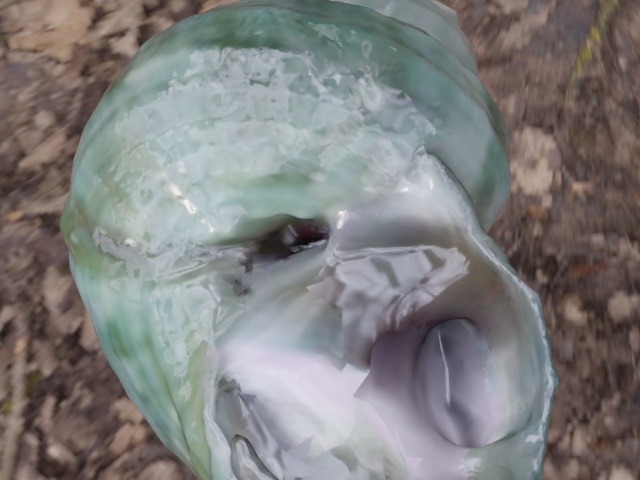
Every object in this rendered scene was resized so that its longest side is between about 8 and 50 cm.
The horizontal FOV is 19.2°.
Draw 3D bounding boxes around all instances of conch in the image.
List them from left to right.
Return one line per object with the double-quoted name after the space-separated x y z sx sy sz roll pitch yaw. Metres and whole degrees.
0.000 0.000 0.782 0.220 0.277 0.195 7 144 20 "conch"
